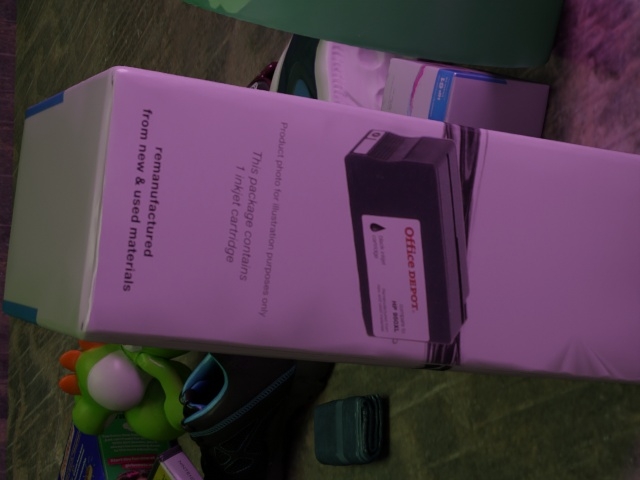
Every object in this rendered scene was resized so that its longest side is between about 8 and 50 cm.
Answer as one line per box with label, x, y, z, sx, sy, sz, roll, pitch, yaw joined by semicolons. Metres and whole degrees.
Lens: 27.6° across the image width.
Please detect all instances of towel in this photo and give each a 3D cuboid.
towel;0.029;0.188;1.283;0.119;0.029;0.067;156;116;-64

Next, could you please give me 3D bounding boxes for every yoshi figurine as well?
yoshi figurine;-0.185;0.138;1.687;0.203;0.203;0.362;46;123;8

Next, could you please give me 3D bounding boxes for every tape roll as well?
tape roll;0.026;-0.207;0.996;0.321;0.321;0.077;-137;54;-62

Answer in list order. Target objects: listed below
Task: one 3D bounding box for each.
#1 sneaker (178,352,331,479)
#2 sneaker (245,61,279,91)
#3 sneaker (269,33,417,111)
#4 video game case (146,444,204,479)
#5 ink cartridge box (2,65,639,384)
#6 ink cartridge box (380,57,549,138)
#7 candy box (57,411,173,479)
sneaker;-0.101;0.199;1.448;0.125;0.139;0.341;-118;38;-49
sneaker;-0.060;-0.081;1.456;0.162;0.106;0.281;-48;42;50
sneaker;0.019;-0.065;1.263;0.236;0.130;0.323;-166;77;-77
video game case;-0.131;0.396;1.459;0.248;0.035;0.275;50;142;20
ink cartridge box;0.000;0.000;0.928;0.285;0.395;0.166;-179;96;-67
ink cartridge box;0.115;-0.115;1.063;0.122;0.088;0.052;-151;67;-65
candy box;-0.293;0.392;1.883;0.317;0.122;0.268;-116;37;-49
